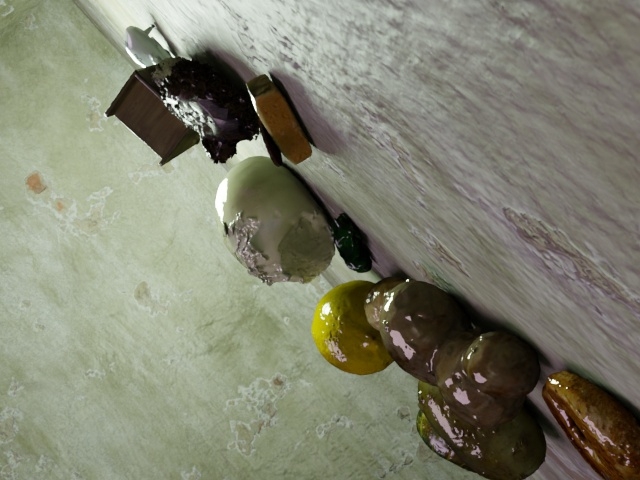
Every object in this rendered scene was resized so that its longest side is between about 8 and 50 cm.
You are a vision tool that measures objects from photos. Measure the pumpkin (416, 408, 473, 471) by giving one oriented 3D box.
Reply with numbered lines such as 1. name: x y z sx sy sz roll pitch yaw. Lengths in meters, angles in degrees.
1. pumpkin: 0.399 0.518 1.819 0.260 0.189 0.260 26 -177 -2

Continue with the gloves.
1. gloves: -0.232 -0.276 1.334 0.210 0.135 0.312 55 171 -30

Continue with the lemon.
1. lemon: 0.101 0.225 1.691 0.267 0.267 0.267 47 174 6

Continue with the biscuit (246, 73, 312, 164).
1. biscuit: -0.066 -0.197 1.074 0.056 0.052 0.188 64 -177 33

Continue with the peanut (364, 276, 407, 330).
1. peanut: 0.145 0.139 1.403 0.110 0.120 0.236 10 170 -7

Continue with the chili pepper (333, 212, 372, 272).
1. chili pepper: 0.065 0.012 1.450 0.098 0.061 0.224 53 179 25

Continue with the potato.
1. potato: 0.321 0.358 1.311 0.307 0.173 0.210 45 176 0

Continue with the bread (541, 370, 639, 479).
1. bread: 0.359 0.242 0.831 0.193 0.064 0.193 54 176 5

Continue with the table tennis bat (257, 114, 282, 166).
1. table tennis bat: -0.087 -0.186 1.127 0.158 0.014 0.095 -94 -18 -58

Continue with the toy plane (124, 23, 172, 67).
1. toy plane: -0.428 -0.469 1.683 0.251 0.101 0.255 45 170 27

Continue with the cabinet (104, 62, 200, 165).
1. cabinet: -0.361 -0.305 1.541 0.175 0.148 0.215 43 -154 -5

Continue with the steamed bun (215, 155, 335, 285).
1. steamed bun: -0.138 -0.038 1.639 0.312 0.233 0.333 39 160 48

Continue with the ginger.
1. ginger: 0.233 0.190 1.052 0.304 0.155 0.244 26 152 53
